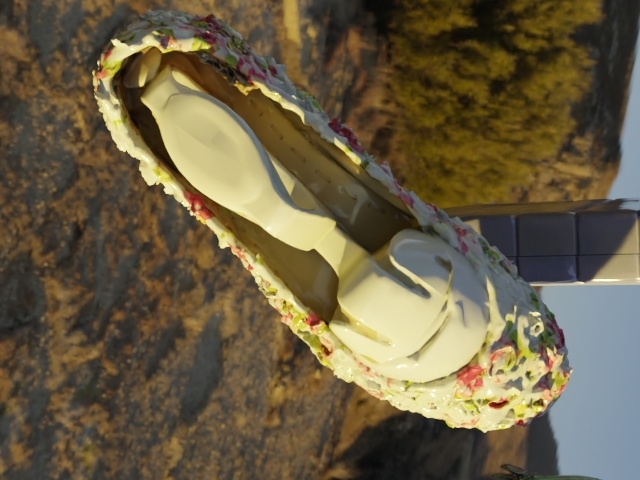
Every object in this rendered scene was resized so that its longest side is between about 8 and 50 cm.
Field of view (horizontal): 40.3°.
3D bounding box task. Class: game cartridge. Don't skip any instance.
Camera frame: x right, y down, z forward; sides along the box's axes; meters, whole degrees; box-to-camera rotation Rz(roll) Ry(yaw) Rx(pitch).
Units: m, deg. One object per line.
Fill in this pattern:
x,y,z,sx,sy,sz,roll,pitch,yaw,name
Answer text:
0.187,-0.002,0.713,0.355,0.230,0.068,-10,93,-67,game cartridge

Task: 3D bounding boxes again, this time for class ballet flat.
0.000,0.000,0.347,0.091,0.241,0.077,-52,179,9,ballet flat

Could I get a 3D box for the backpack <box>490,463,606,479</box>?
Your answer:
0.104,0.190,0.405,0.188,0.144,0.166,-27,-133,45,backpack
